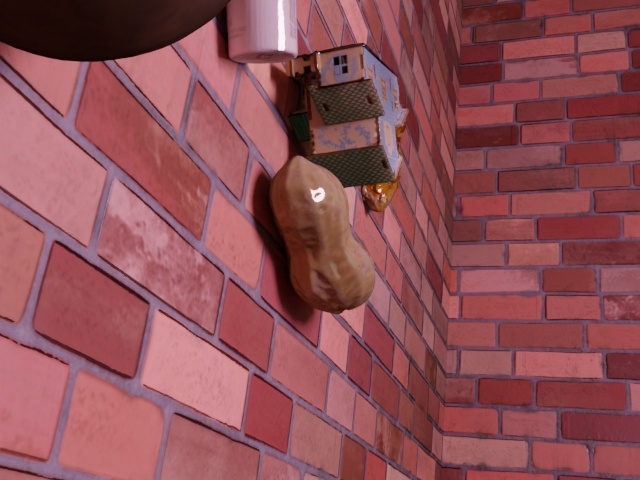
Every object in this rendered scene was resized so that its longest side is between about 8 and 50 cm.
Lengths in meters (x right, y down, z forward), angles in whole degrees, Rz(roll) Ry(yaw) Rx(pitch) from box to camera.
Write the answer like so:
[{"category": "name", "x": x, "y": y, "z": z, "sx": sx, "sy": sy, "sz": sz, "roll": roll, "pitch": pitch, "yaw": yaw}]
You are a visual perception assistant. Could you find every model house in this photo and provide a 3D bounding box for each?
[{"category": "model house", "x": 0.044, "y": -0.189, "z": 1.275, "sx": 0.271, "sy": 0.178, "sz": 0.206, "roll": 3, "pitch": 80, "yaw": -74}]

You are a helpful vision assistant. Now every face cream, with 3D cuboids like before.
[{"category": "face cream", "x": -0.085, "y": -0.422, "z": 1.042, "sx": 0.102, "sy": 0.102, "sz": 0.345, "roll": -13, "pitch": 103, "yaw": -71}]

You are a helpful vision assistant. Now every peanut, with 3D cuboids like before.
[{"category": "peanut", "x": 0.000, "y": 0.000, "z": 1.212, "sx": 0.149, "sy": 0.149, "sz": 0.313, "roll": -71, "pitch": 152, "yaw": -46}]

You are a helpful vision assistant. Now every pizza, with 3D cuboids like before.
[{"category": "pizza", "x": 0.137, "y": -0.233, "z": 1.707, "sx": 0.226, "sy": 0.086, "sz": 0.335, "roll": 53, "pitch": 41, "yaw": -61}]

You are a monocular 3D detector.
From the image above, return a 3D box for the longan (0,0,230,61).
[{"category": "longan", "x": -0.161, "y": -0.271, "z": 0.539, "sx": 0.297, "sy": 0.297, "sz": 0.297, "roll": -1, "pitch": 90, "yaw": -71}]
